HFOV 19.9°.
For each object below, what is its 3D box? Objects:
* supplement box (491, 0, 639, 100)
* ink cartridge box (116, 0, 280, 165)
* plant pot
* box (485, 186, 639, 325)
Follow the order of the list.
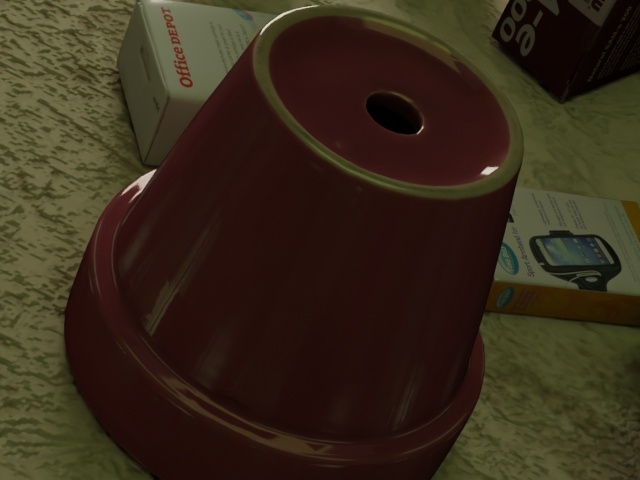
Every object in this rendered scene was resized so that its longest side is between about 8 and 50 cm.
[{"bbox_3d":[0.233,-0.188,1.219,0.073,0.130,0.239,44,41,22],"label":"supplement box"},{"bbox_3d":[-0.045,-0.084,1.011,0.122,0.052,0.088,6,43,-25],"label":"ink cartridge box"},{"bbox_3d":[0.000,0.000,0.840,0.201,0.180,0.201,15,39,-13],"label":"plant pot"},{"bbox_3d":[0.129,0.007,1.026,0.136,0.028,0.081,5,43,-20],"label":"box"}]
